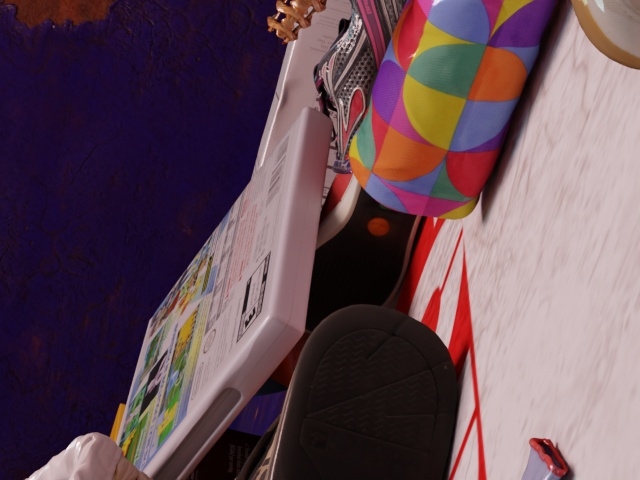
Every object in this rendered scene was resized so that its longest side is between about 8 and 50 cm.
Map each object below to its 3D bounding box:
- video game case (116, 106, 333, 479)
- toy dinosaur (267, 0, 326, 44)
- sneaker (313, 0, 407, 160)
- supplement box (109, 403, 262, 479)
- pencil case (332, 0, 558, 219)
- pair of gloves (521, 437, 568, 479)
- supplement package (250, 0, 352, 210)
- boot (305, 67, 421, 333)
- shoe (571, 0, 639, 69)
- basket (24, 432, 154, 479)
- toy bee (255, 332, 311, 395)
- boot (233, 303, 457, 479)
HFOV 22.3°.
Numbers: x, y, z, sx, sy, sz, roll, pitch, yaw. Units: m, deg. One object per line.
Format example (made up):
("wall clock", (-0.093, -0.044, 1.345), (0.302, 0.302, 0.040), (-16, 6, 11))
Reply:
("video game case", (-0.090, 0.074, 1.403), (0.300, 0.036, 0.329), (-52, 17, 30))
("toy dinosaur", (0.061, -0.276, 1.048), (0.322, 0.164, 0.218), (-35, 4, -10))
("sneaker", (0.040, -0.126, 1.531), (0.121, 0.112, 0.299), (-88, 13, -70))
("supplement box", (-0.113, 0.277, 1.488), (0.191, 0.194, 0.129), (-91, 18, -56))
("pencil case", (0.087, -0.122, 1.029), (0.104, 0.104, 0.236), (-81, 10, -51))
("pair of gloves", (0.080, 0.173, 0.690), (0.198, 0.023, 0.159), (-99, 24, -77))
("supplement package", (0.021, -0.145, 1.669), (0.139, 0.134, 0.244), (-103, 28, -80))
("boot", (0.045, -0.044, 1.413), (0.176, 0.088, 0.244), (-82, 16, -57))
("shoe", (0.146, -0.173, 0.622), (0.058, 0.076, 0.219), (101, -176, -82))
("basket", (-0.208, 0.392, 1.234), (0.328, 0.266, 0.331), (-39, 20, 35))
("toy bee", (-0.027, 0.078, 1.591), (0.298, 0.162, 0.195), (37, 134, 52))
("boot", (-0.031, 0.252, 1.048), (0.284, 0.138, 0.377), (117, 170, -65))
